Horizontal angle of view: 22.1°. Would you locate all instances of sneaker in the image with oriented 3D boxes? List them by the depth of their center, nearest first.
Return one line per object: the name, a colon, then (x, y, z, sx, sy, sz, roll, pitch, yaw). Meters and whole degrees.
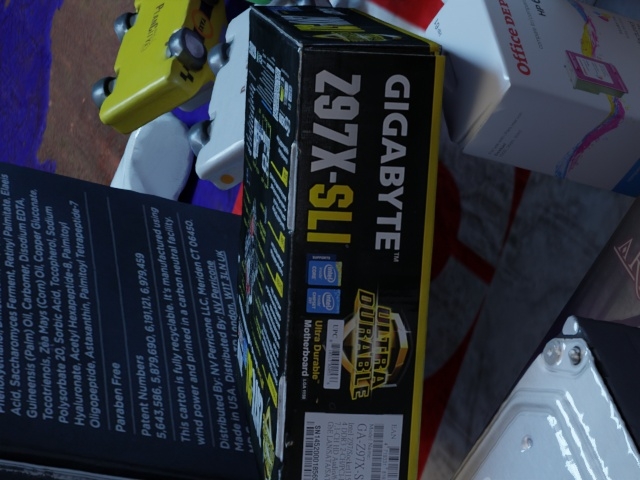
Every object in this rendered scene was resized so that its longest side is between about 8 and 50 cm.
sneaker: (-0.168, -0.016, 1.468, 0.212, 0.080, 0.094, -67, 16, 8)

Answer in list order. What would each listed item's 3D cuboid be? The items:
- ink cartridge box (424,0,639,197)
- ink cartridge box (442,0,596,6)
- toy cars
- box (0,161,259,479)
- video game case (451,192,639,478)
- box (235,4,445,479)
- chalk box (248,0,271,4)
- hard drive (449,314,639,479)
ink cartridge box: (0.122, -0.078, 0.831, 0.052, 0.122, 0.088, -56, 34, 39)
ink cartridge box: (0.073, -0.220, 0.884, 0.224, 0.056, 0.181, 48, 157, 17)
toy cars: (-0.071, -0.127, 1.282, 0.176, 0.087, 0.394, -50, 29, -6)
box: (-0.320, 0.192, 1.215, 0.480, 0.472, 0.297, -57, 33, 36)
video game case: (0.160, 0.097, 0.795, 0.274, 0.026, 0.196, -63, 30, 31)
box: (0.000, 0.000, 0.945, 0.322, 0.079, 0.257, -122, 32, -77)
chalk box: (-0.057, -0.296, 1.121, 0.289, 0.180, 0.179, 99, -168, -48)
hard drive: (0.094, 0.234, 0.775, 0.339, 0.064, 0.237, -59, 32, 33)
